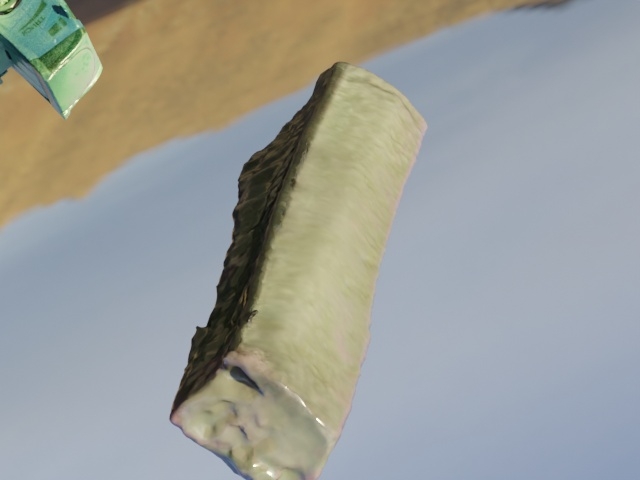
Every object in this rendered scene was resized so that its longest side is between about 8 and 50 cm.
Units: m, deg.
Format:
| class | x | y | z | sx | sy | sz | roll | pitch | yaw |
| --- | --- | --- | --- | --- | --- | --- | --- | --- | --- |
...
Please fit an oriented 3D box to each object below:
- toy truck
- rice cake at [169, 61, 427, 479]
| class | x | y | z | sx | sy | sz | roll | pitch | yaw |
| --- | --- | --- | --- | --- | --- | --- | --- | --- | --- |
| toy truck | -0.226 | -0.094 | 1.202 | 0.175 | 0.081 | 0.067 | -40 | 154 | -12 |
| rice cake | 0.000 | 0.000 | 0.532 | 0.036 | 0.047 | 0.207 | -40 | -164 | 25 |
